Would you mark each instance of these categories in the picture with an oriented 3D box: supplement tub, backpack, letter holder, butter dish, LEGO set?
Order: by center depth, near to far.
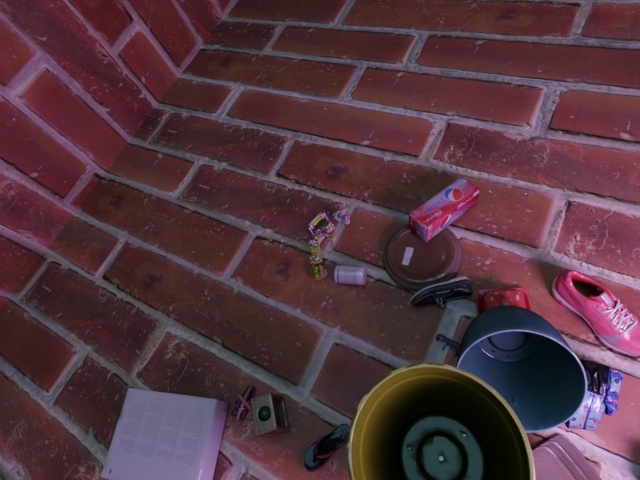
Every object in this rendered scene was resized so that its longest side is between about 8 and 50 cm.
[{"bbox_3d":[0.610,0.642,0.962,0.214,0.152,0.302,-28,57,1],"label":"letter holder"},{"bbox_3d":[0.695,0.411,1.052,0.116,0.158,0.173,12,70,32],"label":"backpack"},{"bbox_3d":[0.561,0.205,1.232,0.159,0.118,0.160,-5,62,17],"label":"butter dish"},{"bbox_3d":[0.109,0.124,1.463,0.107,0.071,0.071,3,64,21],"label":"supplement tub"},{"bbox_3d":[0.000,0.000,1.546,0.132,0.107,0.287,16,69,26],"label":"LEGO set"}]

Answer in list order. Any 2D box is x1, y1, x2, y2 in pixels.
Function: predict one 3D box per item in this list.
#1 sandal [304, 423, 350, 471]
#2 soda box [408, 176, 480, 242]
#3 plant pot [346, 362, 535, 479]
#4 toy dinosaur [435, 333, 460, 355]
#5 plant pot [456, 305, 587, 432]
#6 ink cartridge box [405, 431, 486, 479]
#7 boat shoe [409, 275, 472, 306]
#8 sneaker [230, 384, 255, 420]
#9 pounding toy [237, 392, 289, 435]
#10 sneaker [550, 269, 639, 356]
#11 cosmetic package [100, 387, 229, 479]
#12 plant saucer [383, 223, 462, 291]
[{"bbox_3d":[0.017,0.628,1.240,0.179,0.040,0.067,-40,58,-5],"label":"sandal"},{"bbox_3d":[0.435,-0.112,1.435,0.263,0.083,0.092,-34,54,-17],"label":"soda box"},{"bbox_3d":[0.283,0.517,0.967,0.366,0.353,0.367,-9,59,15],"label":"plant pot"},{"bbox_3d":[0.407,0.324,1.282,0.090,0.047,0.082,-9,44,-24],"label":"toy dinosaur"},{"bbox_3d":[0.514,0.312,1.091,0.292,0.235,0.293,5,109,16],"label":"plant pot"},{"bbox_3d":[0.371,0.655,1.099,0.223,0.045,0.223,-19,58,9],"label":"ink cartridge box"},{"bbox_3d":[0.397,0.181,1.330,0.206,0.075,0.065,-20,55,3],"label":"boat shoe"},{"bbox_3d":[-0.268,0.548,1.385,0.057,0.047,0.119,9,64,36],"label":"sneaker"},{"bbox_3d":[-0.180,0.549,1.292,0.100,0.141,0.130,-21,58,8],"label":"pounding toy"},{"bbox_3d":[0.798,0.201,1.141,0.116,0.136,0.314,-42,58,-5],"label":"sneaker"},{"bbox_3d":[-0.522,0.671,1.372,0.377,0.097,0.285,-1,61,19],"label":"cosmetic package"},{"bbox_3d":[0.357,0.046,1.437,0.277,0.041,0.278,-8,61,15],"label":"plant saucer"}]
